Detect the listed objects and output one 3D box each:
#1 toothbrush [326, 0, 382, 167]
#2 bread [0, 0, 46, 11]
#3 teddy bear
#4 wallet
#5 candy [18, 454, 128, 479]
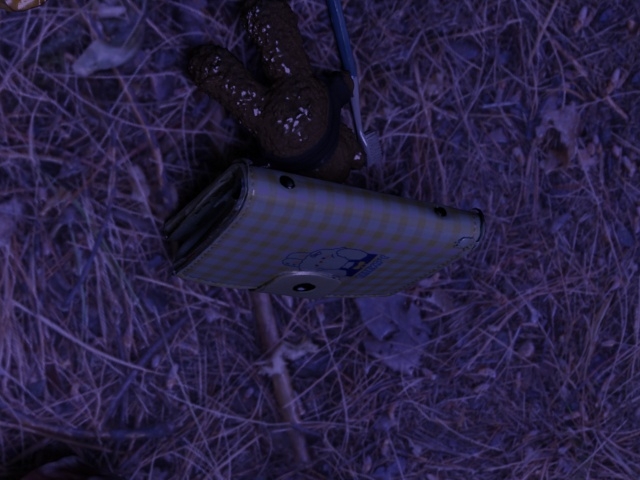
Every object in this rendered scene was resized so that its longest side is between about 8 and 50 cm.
[{"bbox_3d":[0.033,-0.211,1.773,0.025,0.019,0.276,-25,118,-21],"label":"toothbrush"},{"bbox_3d":[-0.320,-0.350,1.488,0.179,0.133,0.250,-30,122,-16],"label":"bread"},{"bbox_3d":[-0.038,-0.138,1.703,0.182,0.129,0.251,-38,121,-1],"label":"teddy bear"},{"bbox_3d":[0.000,0.000,1.743,0.309,0.077,0.223,11,147,-29],"label":"wallet"},{"bbox_3d":[-0.313,0.385,1.745,0.214,0.157,0.289,-3,116,-65],"label":"candy"}]
